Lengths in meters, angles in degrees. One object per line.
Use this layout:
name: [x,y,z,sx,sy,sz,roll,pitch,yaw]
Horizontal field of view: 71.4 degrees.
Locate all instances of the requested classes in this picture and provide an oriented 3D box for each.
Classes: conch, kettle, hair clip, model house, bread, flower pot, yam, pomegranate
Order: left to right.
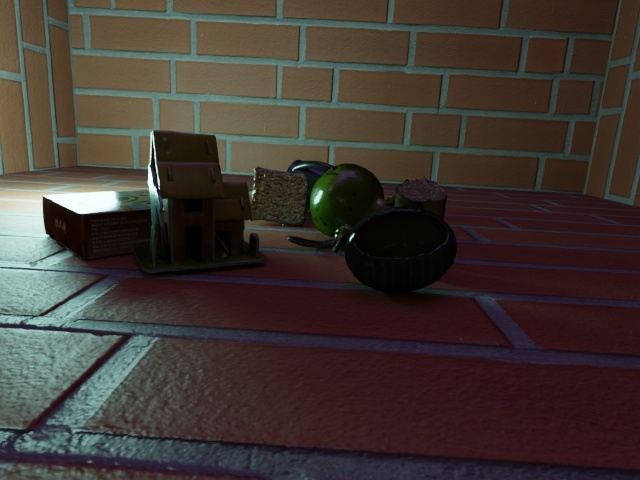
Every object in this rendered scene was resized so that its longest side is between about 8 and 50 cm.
model house: [-0.272,-0.089,1.050,0.300,0.324,0.340,-5,15,-28]
bread: [-0.169,-0.123,1.799,0.248,0.279,0.315,4,-29,2]
kettle: [-0.004,-0.244,1.966,0.290,0.268,0.207,19,58,21]
hair clip: [-0.001,0.002,1.351,0.229,0.036,0.066,-2,14,-33]
conch: [0.077,-0.005,1.316,0.089,0.074,0.121,-26,16,40]
pomegranate: [0.115,-0.125,1.463,0.340,0.261,0.260,6,13,31]
flower pot: [0.174,0.021,0.984,0.242,0.190,0.157,-2,-26,-1]
yam: [0.246,-0.025,1.128,0.129,0.239,0.128,3,28,8]

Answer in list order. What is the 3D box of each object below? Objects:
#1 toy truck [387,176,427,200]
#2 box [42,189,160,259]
toy truck: [0.299,-0.094,1.517,0.186,0.211,0.148,-11,7,24]
box: [-0.561,-0.066,1.325,0.385,0.122,0.344,-10,19,-44]
